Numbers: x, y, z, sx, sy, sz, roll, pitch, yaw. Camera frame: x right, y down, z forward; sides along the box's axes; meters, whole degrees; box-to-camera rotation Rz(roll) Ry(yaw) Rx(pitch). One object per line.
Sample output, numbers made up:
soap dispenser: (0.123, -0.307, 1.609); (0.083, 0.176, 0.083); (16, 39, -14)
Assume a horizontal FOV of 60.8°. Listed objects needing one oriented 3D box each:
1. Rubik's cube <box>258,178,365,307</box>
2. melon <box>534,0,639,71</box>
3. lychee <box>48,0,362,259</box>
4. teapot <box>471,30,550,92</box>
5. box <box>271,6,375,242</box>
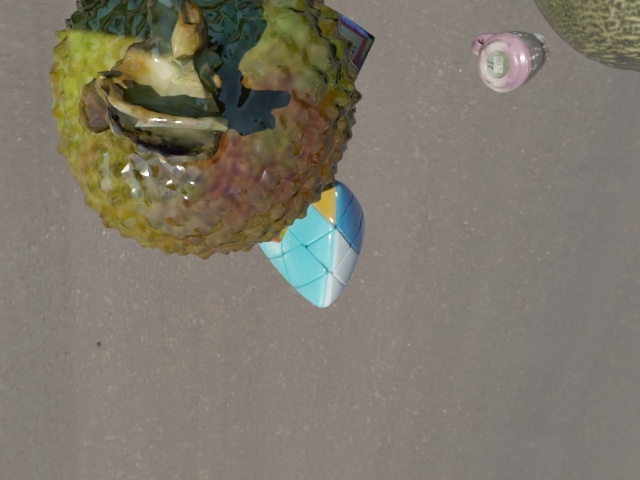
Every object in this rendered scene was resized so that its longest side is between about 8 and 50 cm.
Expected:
Rubik's cube: (0.000, 0.000, 1.033); (0.254, 0.254, 0.255); (-6, 112, -15)
melon: (0.257, -0.270, 0.347); (0.248, 0.248, 0.330); (1, 102, -18)
lychee: (-0.097, -0.114, 0.481); (0.320, 0.270, 0.270); (7, 113, -60)
teapot: (0.395, -0.377, 1.130); (0.146, 0.148, 0.116); (-26, 115, -32)
box: (-0.053, -0.159, 0.805); (0.089, 0.197, 0.313); (27, 86, -21)
